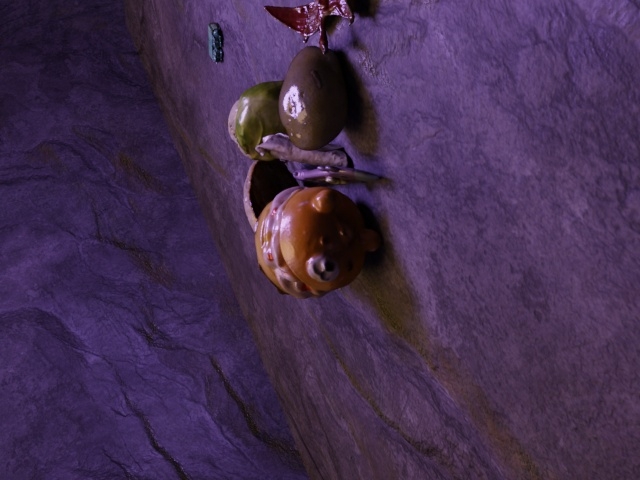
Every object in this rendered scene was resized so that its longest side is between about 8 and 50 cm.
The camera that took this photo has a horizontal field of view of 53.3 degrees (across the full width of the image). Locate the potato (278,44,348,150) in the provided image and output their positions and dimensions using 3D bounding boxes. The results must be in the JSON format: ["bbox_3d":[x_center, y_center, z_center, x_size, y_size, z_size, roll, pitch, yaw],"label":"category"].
[{"bbox_3d":[-0.014,-0.314,1.410,0.178,0.160,0.235,-1,86,52],"label":"potato"}]

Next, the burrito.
[{"bbox_3d":[-0.043,-0.215,1.539,0.087,0.226,0.060,-76,-4,-67],"label":"burrito"}]

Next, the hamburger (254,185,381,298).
[{"bbox_3d":[0.000,0.000,1.510,0.237,0.276,0.276,-14,94,51],"label":"hamburger"}]

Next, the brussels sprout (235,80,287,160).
[{"bbox_3d":[-0.128,-0.308,1.641,0.161,0.223,0.223,42,146,34],"label":"brussels sprout"}]

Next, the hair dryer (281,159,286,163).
[{"bbox_3d":[-0.120,-0.277,1.928,0.047,0.026,0.083,47,141,47],"label":"hair dryer"}]

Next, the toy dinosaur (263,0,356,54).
[{"bbox_3d":[-0.022,-0.495,1.306,0.327,0.113,0.206,-122,41,-52],"label":"toy dinosaur"}]

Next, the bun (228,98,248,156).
[{"bbox_3d":[-0.232,-0.356,2.023,0.164,0.111,0.188,45,144,48],"label":"bun"}]

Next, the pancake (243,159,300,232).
[{"bbox_3d":[-0.096,-0.062,1.720,0.356,0.065,0.356,47,-153,-33],"label":"pancake"}]

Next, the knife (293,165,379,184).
[{"bbox_3d":[0.020,-0.152,1.525,0.398,0.132,0.038,-162,84,-73],"label":"knife"}]

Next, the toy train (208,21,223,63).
[{"bbox_3d":[-0.364,-0.679,2.211,0.148,0.038,0.071,103,147,-57],"label":"toy train"}]
